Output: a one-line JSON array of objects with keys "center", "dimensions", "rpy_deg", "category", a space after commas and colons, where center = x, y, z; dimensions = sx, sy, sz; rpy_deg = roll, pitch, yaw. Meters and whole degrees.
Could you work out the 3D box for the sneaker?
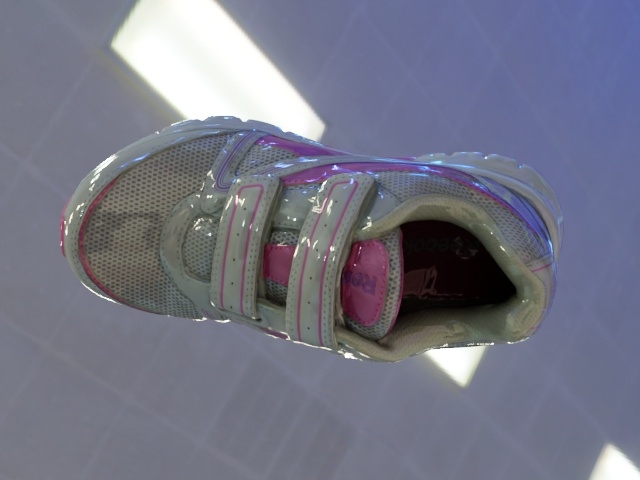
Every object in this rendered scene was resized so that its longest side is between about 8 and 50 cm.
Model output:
[{"center": [0.000, 0.000, 0.547], "dimensions": [0.252, 0.111, 0.103], "rpy_deg": [0, -74, -1], "category": "sneaker"}]
